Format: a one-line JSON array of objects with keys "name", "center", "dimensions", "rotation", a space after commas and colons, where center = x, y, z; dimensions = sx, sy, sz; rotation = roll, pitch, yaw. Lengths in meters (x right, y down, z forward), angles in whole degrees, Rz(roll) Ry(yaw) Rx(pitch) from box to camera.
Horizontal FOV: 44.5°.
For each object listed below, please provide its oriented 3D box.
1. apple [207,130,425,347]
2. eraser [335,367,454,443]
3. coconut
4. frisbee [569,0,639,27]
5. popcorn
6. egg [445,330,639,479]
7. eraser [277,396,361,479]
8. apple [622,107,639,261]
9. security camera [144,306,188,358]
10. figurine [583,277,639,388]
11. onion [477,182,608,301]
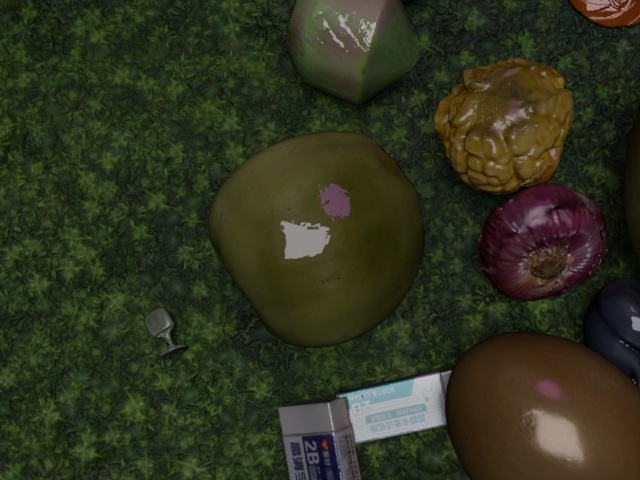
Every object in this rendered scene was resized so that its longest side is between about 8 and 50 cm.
[{"name": "apple", "center": [0.000, 0.000, 1.296], "dimensions": [0.357, 0.357, 0.357], "rotation": [0, 85, 4]}, {"name": "eraser", "center": [0.145, 0.295, 1.397], "dimensions": [0.225, 0.052, 0.095], "rotation": [-13, 83, 3]}, {"name": "coconut", "center": [0.061, -0.353, 1.381], "dimensions": [0.236, 0.204, 0.236], "rotation": [1, 96, 10]}, {"name": "frisbee", "center": [0.549, -0.489, 1.442], "dimensions": [0.192, 0.035, 0.192], "rotation": [0, 84, 4]}, {"name": "popcorn", "center": [0.314, -0.199, 1.351], "dimensions": [0.250, 0.190, 0.250], "rotation": [-2, 57, 3]}, {"name": "egg", "center": [0.372, 0.309, 1.252], "dimensions": [0.301, 0.301, 0.374], "rotation": [-40, 88, 0]}, {"name": "eraser", "center": [0.002, 0.387, 1.371], "dimensions": [0.124, 0.068, 0.210], "rotation": [-14, 83, 38]}, {"name": "apple", "center": [0.697, -0.098, 1.202], "dimensions": [0.473, 0.473, 0.473], "rotation": [0, 85, 4]}, {"name": "security camera", "center": [-0.286, 0.168, 1.449], "dimensions": [0.058, 0.058, 0.092], "rotation": [-26, 72, 2]}, {"name": "figurine", "center": [0.578, 0.170, 1.318], "dimensions": [0.265, 0.175, 0.197], "rotation": [37, 93, 14]}, {"name": "onion", "center": [0.374, -0.011, 1.351], "dimensions": [0.230, 0.230, 0.163], "rotation": [-13, 47, 3]}]
